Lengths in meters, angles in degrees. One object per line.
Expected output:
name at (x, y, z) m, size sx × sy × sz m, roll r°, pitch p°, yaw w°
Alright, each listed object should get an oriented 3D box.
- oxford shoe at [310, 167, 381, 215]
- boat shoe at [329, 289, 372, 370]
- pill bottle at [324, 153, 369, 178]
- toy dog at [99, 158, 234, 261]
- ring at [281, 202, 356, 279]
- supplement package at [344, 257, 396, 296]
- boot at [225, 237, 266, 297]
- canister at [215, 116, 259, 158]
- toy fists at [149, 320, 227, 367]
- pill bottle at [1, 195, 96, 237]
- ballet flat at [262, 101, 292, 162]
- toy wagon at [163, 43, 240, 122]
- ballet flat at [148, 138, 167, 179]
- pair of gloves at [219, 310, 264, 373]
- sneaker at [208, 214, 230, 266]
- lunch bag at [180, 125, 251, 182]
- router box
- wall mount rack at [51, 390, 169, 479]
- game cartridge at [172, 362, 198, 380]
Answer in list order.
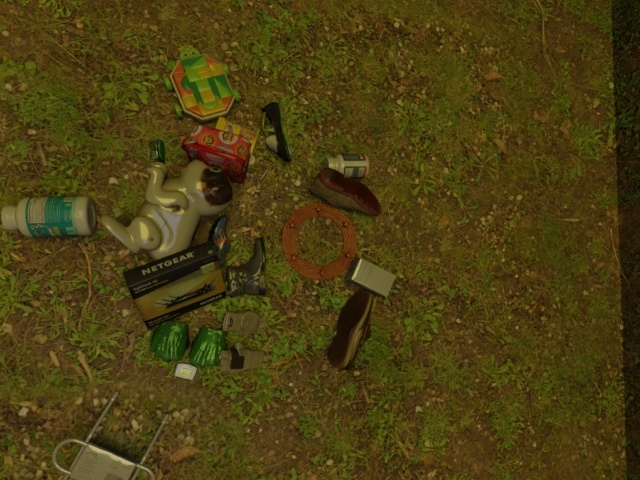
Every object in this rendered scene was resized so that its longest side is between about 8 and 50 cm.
oxford shoe at (0.116, -0.192, 1.752) m, size 0.348 × 0.130 × 0.122 m, roll 29°, pitch 45°, yaw -24°
boat shoe at (0.151, 0.381, 1.693) m, size 0.123 × 0.123 × 0.341 m, roll 35°, pitch 68°, yaw -39°
pill bottle at (0.112, -0.325, 1.756) m, size 0.180 × 0.108 × 0.107 m, roll -3°, pitch 84°, yaw -15°
toy dog at (-0.501, -0.113, 1.448) m, size 0.408 × 0.284 × 0.395 m, roll -42°, pitch 101°, yaw -3°
ring at (0.000, 0.000, 1.728) m, size 0.337 × 0.032 × 0.336 m, roll 2°, pitch 84°, yaw -15°
supplement package at (0.212, 0.161, 1.726) m, size 0.179 × 0.105 × 0.105 m, roll 27°, pitch 77°, yaw -10°
boot at (-0.301, 0.108, 1.613) m, size 0.161 × 0.083 × 0.246 m, roll 0°, pitch 82°, yaw -9°
canister at (-0.354, -0.424, 1.663) m, size 0.170 × 0.073 × 0.126 m, roll 18°, pitch 80°, yaw -14°
toy fists at (-0.497, 0.398, 1.518) m, size 0.279 × 0.096 × 0.142 m, roll 14°, pitch 67°, yaw -12°
pill bottle at (-0.959, -0.084, 1.424) m, size 0.264 × 0.146 × 0.146 m, roll -3°, pitch 84°, yaw -14°
ballet flat at (-0.193, -0.454, 1.706) m, size 0.096 × 0.095 × 0.280 m, roll -12°, pitch 76°, yaw -6°
toy wagon at (-0.503, -0.661, 1.654) m, size 0.267 × 0.068 × 0.344 m, roll -22°, pitch 89°, yaw -16°
ballet flat at (-0.647, -0.305, 1.584) m, size 0.070 × 0.070 × 0.188 m, roll -4°, pitch 83°, yaw -15°
pair of gloves at (-0.303, 0.392, 1.555) m, size 0.204 × 0.042 × 0.239 m, roll 8°, pitch 85°, yaw -47°
sneaker at (-0.402, 0.006, 1.605) m, size 0.087 × 0.083 × 0.221 m, roll 16°, pitch 80°, yaw -32°
lunch bag at (-0.402, -0.328, 1.525) m, size 0.258 × 0.293 × 0.120 m, roll 16°, pitch 78°, yaw -8°
router box at (-0.514, 0.162, 1.453) m, size 0.309 × 0.242 × 0.081 m, roll -23°, pitch 48°, yaw -22°
wall mount rack at (-0.716, 0.730, 1.408) m, size 0.350 × 0.130 × 0.304 m, roll 30°, pitch 81°, yaw -10°
game cartridge at (-0.517, 0.502, 1.539) m, size 0.083 × 0.017 × 0.055 m, roll 18°, pitch 75°, yaw -12°
